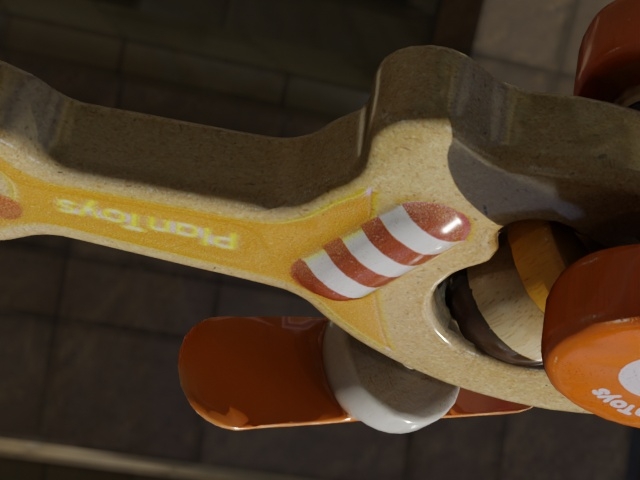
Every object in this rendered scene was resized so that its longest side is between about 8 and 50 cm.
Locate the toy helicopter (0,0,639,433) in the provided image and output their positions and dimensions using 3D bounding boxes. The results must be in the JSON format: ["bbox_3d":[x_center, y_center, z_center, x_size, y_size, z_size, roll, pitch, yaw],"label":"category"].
[{"bbox_3d":[0.000,0.000,0.711,0.235,0.355,0.140,105,-3,-60],"label":"toy helicopter"}]
